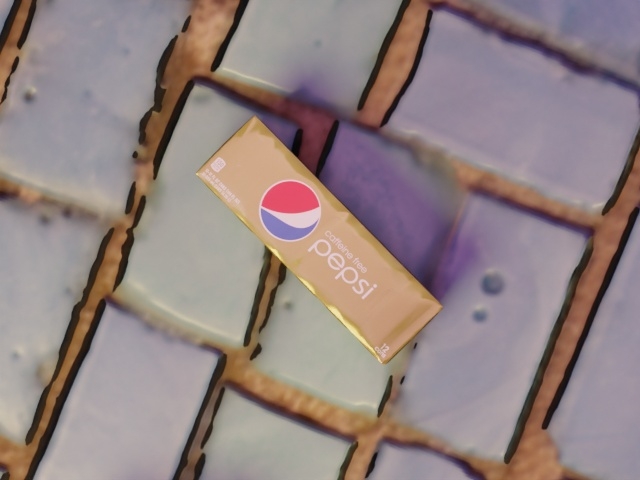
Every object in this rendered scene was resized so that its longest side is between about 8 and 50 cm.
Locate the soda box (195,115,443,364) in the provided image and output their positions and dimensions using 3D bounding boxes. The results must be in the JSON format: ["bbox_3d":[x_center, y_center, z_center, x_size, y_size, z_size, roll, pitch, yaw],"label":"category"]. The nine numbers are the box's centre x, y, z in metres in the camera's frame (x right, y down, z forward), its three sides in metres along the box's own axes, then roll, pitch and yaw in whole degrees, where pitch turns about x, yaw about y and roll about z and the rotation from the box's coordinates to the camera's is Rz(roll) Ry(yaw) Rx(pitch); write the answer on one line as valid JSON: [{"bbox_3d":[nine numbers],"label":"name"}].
[{"bbox_3d":[0.000,0.000,1.027,0.181,0.061,0.058,45,91,0],"label":"soda box"}]
